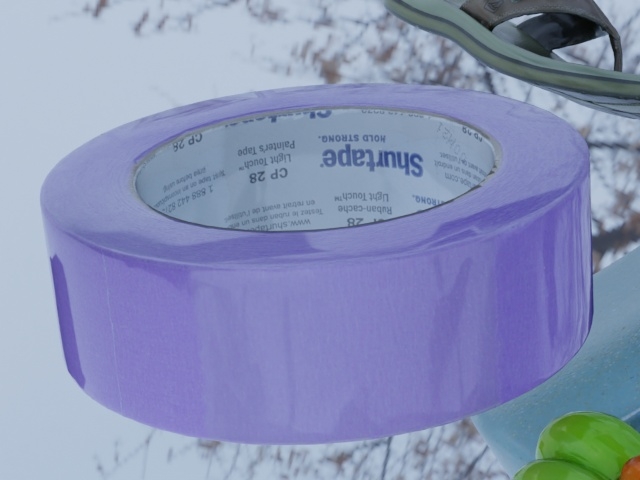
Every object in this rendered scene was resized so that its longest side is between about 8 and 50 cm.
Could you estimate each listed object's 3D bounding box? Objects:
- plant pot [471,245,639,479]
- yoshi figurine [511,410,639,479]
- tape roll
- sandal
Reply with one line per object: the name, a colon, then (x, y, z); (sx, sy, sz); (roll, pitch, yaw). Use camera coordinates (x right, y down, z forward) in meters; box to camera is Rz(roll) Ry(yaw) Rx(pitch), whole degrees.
plant pot: (0.264, 0.160, 1.266); (0.248, 0.252, 0.247); (-33, -86, 11)
yoshi figurine: (0.232, 0.233, 0.840); (0.362, 0.203, 0.203); (40, -161, 3)
tape roll: (0.000, 0.000, 0.838); (0.275, 0.090, 0.275); (-3, -158, 1)
sandal: (0.168, -0.176, 1.331); (0.303, 0.086, 0.120); (34, -166, 37)
